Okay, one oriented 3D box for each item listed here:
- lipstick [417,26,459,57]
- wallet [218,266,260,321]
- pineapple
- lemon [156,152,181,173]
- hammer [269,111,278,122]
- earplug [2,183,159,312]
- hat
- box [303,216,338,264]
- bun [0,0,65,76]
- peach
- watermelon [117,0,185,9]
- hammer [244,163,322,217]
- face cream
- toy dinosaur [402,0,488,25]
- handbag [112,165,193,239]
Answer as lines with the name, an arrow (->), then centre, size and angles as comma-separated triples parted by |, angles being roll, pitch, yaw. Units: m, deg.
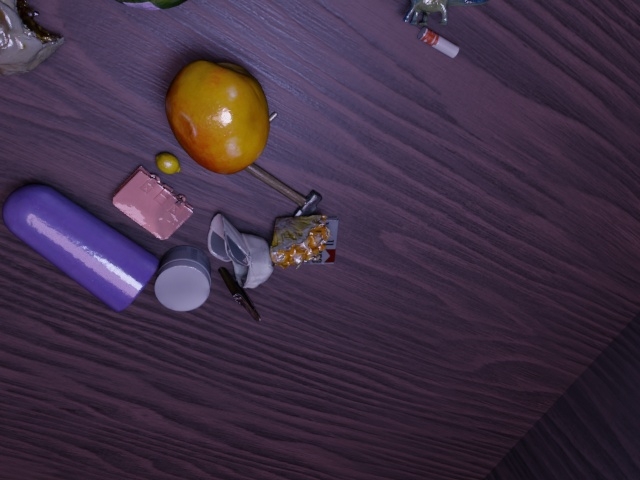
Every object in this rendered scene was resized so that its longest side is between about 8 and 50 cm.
lipstick -> 0.361, -0.604, 1.497 | 0.130, 0.038, 0.038 | 20, 112, -22
wallet -> -0.274, 0.177, 1.657 | 0.039, 0.243, 0.133 | -38, 118, -7
pineapple -> -0.081, -0.007, 1.628 | 0.236, 0.186, 0.115 | -27, 134, -20
lemon -> -0.464, -0.234, 1.498 | 0.083, 0.062, 0.062 | 28, 109, -24
hammer -> -0.200, -0.331, 1.531 | 0.182, 0.017, 0.062 | -41, 119, 9
earplug -> -0.735, 0.009, 1.492 | 0.215, 0.215, 0.456 | -42, 115, 11
hat -> -0.263, 0.027, 1.625 | 0.161, 0.232, 0.275 | -42, 110, -23
box -> 0.000, 0.000, 1.740 | 0.115, 0.036, 0.178 | 0, 117, -10
bun -> -0.799, -0.531, 1.184 | 0.281, 0.205, 0.282 | -4, 118, -8
peach -> -0.279, -0.330, 1.354 | 0.288, 0.289, 0.308 | 5, 112, -15
watermelon -> -0.396, -0.718, 1.103 | 0.362, 0.363, 0.364 | -5, 119, -10
hammer -> -0.163, -0.192, 1.595 | 0.365, 0.043, 0.111 | 32, 108, -26
face cream -> -0.457, 0.124, 1.640 | 0.177, 0.153, 0.178 | -5, 117, -10
toy dinosaur -> 0.320, -0.696, 1.418 | 0.362, 0.076, 0.147 | 7, 109, -12
handbag -> -0.527, -0.116, 1.549 | 0.157, 0.059, 0.212 | -42, 120, 12
